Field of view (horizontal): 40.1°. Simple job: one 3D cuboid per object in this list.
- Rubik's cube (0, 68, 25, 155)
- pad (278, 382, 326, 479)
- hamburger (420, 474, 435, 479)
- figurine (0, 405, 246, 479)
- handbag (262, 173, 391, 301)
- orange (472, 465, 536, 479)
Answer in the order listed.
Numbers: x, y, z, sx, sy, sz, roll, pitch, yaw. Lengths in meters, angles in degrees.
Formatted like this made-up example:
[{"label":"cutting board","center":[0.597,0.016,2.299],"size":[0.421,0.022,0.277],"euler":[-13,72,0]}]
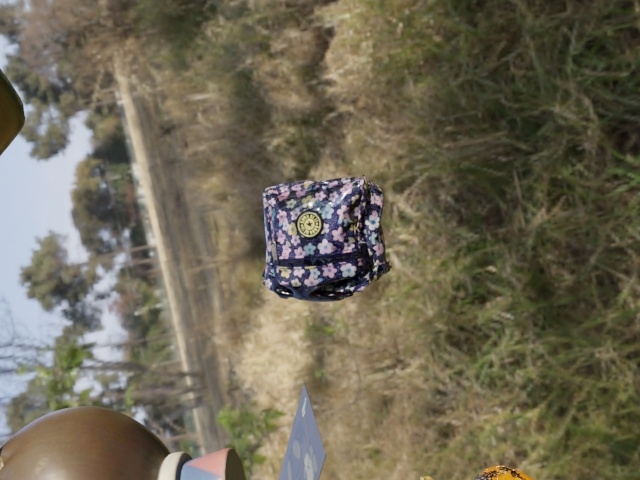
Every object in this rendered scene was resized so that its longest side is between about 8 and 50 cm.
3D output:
[{"label":"Rubik's cube","center":[-0.558,-0.162,0.846],"size":[0.351,0.347,0.352],"euler":[30,161,31]},{"label":"pad","center":[-0.027,0.302,1.163],"size":[0.127,0.004,0.190],"euler":[-112,30,-53]},{"label":"hamburger","center":[0.134,0.485,1.145],"size":[0.287,0.268,0.445],"euler":[-69,-14,-57]},{"label":"figurine","center":[-0.180,0.205,0.575],"size":[0.161,0.275,0.158],"euler":[55,-179,-31]},{"label":"handbag","center":[0.000,0.000,1.488],"size":[0.127,0.229,0.207],"euler":[0,-94,-72]},{"label":"orange","center":[0.364,0.513,1.570],"size":[0.234,0.182,0.234],"euler":[30,160,13]}]
